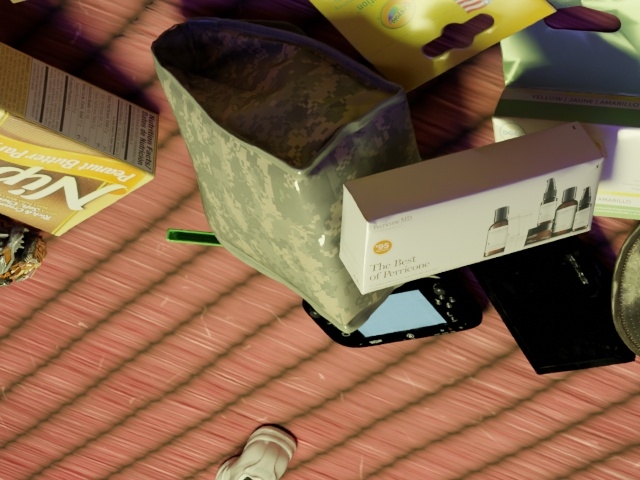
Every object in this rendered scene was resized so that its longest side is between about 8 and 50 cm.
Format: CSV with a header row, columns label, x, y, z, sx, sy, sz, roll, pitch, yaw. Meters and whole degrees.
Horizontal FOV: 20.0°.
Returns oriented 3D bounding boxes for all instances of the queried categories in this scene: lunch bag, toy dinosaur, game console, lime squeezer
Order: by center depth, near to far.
label,x,y,z,sx,sy,sz,roll,pitch,yaw
lunch bag,-0.036,-0.083,1.796,0.287,0.169,0.235,32,152,39
lime squeezer,0.000,0.000,1.939,0.310,0.059,0.110,4,160,21
game console,0.151,0.072,1.969,0.361,0.044,0.213,-12,127,35
toy dinosaur,-0.486,0.008,2.142,0.322,0.164,0.218,-21,141,14

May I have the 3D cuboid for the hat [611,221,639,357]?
label,x,y,z,sx,sy,sz,roll,pitch,yaw
hat,0.443,0.099,1.775,0.331,0.134,0.331,10,133,11

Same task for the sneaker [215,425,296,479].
label,x,y,z,sx,sy,sz,roll,pitch,yaw
sneaker,-0.099,0.323,2.311,0.080,0.094,0.212,24,139,-1

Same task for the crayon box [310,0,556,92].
label,x,y,z,sx,sy,sz,roll,pitch,yaw
crayon box,0.046,-0.294,1.613,0.202,0.081,0.318,-25,118,41

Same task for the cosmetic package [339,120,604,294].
label,x,y,z,sx,sy,sz,roll,pitch,yaw
cosmetic package,0.139,-0.030,1.670,0.239,0.060,0.099,-16,136,-16

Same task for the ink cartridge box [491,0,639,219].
label,x,y,z,sx,sy,sz,roll,pitch,yaw
ink cartridge box,0.248,-0.125,1.713,0.171,0.056,0.235,6,138,21

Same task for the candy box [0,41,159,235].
label,x,y,z,sx,sy,sz,roll,pitch,yaw
candy box,-0.348,-0.120,1.894,0.316,0.088,0.183,23,145,-35

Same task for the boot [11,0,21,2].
label,x,y,z,sx,sy,sz,roll,pitch,yaw
boot,-0.407,-0.319,1.806,0.295,0.104,0.211,-11,121,30
